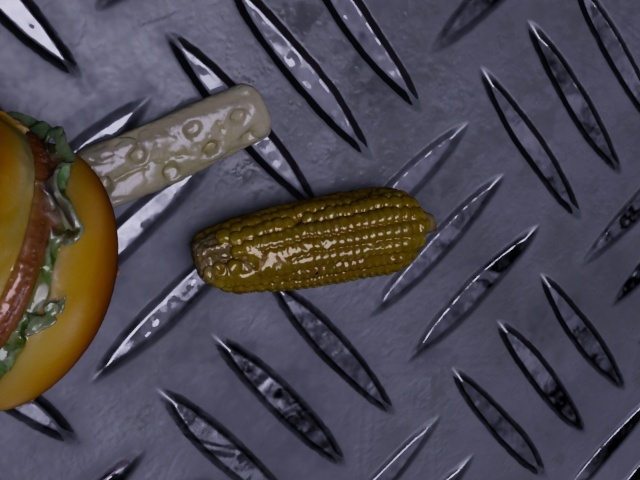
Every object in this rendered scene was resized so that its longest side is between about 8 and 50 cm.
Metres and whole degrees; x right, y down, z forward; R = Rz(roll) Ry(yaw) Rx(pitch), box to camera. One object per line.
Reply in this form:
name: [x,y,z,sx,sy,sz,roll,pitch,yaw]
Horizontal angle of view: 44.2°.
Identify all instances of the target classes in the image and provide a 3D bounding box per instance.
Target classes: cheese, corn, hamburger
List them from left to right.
hamburger: [-0.255,0.018,0.621,0.170,0.246,0.246,30,89,-44]
cheese: [-0.138,-0.089,0.747,0.194,0.043,0.065,-26,109,-17]
corn: [0.000,0.000,0.797,0.262,0.097,0.097,-9,105,-20]
